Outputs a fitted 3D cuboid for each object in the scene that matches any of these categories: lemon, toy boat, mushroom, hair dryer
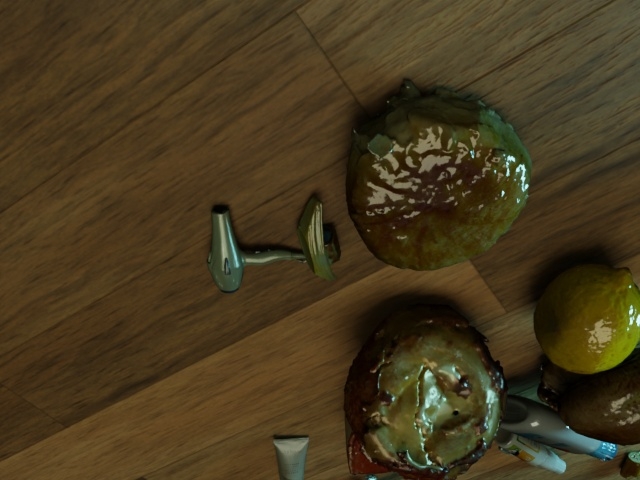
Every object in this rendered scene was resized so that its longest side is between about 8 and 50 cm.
[{"bbox_3d":[0.500,0.147,1.269,0.188,0.188,0.256,10,126,-10],"label":"lemon"},{"bbox_3d":[0.000,0.000,1.215,0.066,0.065,0.172,-23,126,-12],"label":"toy boat"},{"bbox_3d":[0.585,0.307,1.375,0.283,0.263,0.195,-6,102,50],"label":"mushroom"},{"bbox_3d":[-0.116,0.000,1.225,0.199,0.067,0.167,-18,122,-1],"label":"hair dryer"}]

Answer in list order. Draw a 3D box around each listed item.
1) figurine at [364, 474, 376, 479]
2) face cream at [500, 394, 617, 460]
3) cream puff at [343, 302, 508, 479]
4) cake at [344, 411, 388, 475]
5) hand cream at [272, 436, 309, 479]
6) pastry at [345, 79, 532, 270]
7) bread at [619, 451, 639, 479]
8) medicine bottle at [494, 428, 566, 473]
[{"bbox_3d":[0.130,0.657,1.727,0.197,0.093,0.147,-36,143,15],"label":"figurine"},{"bbox_3d":[0.536,0.427,1.528,0.337,0.080,0.163,25,163,-26],"label":"face cream"},{"bbox_3d":[0.201,0.298,1.328,0.350,0.350,0.229,12,168,-11],"label":"cream puff"},{"bbox_3d":[0.172,0.384,1.467,0.262,0.158,0.159,-12,129,6],"label":"cake"},{"bbox_3d":[-0.071,0.549,1.660,0.087,0.054,0.186,-2,122,-5],"label":"hand cream"},{"bbox_3d":[0.190,-0.087,1.104,0.330,0.136,0.329,-1,127,-1],"label":"pastry"},{"bbox_3d":[0.783,0.564,1.705,0.047,0.036,0.083,4,130,6],"label":"bread"},{"bbox_3d":[0.499,0.511,1.644,0.221,0.061,0.092,34,145,-25],"label":"medicine bottle"}]
